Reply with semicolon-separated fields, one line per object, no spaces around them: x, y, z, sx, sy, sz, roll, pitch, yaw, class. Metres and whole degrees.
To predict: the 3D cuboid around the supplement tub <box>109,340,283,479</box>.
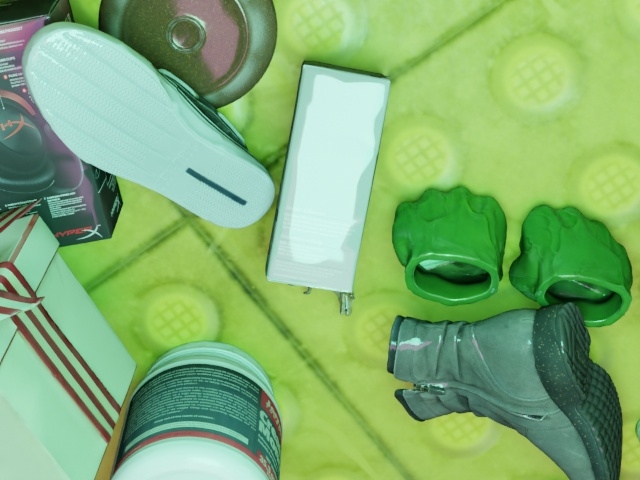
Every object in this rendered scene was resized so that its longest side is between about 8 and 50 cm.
-0.140;0.252;1.648;0.191;0.272;0.191;0;114;0;supplement tub

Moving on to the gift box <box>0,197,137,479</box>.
-0.351;0.123;1.497;0.276;0.255;0.258;-21;120;18;gift box

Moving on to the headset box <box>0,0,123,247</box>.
-0.360;-0.134;1.566;0.218;0.110;0.293;-10;114;5;headset box

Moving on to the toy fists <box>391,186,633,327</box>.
0.217;0.017;1.616;0.279;0.142;0.096;9;131;-3;toy fists

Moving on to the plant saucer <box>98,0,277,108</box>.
-0.147;-0.229;1.564;0.199;0.036;0.198;0;114;1;plant saucer

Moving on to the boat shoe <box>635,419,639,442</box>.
0.453;0.207;1.746;0.153;0.048;0.056;-38;109;16;boat shoe

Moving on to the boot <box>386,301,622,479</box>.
0.218;0.190;1.652;0.223;0.118;0.338;-6;131;24;boot

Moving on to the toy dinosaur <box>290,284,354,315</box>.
0.000;0.000;1.667;0.093;0.053;0.183;-9;111;-12;toy dinosaur

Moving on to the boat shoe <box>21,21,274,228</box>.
-0.190;-0.126;1.521;0.121;0.119;0.335;-44;129;9;boat shoe

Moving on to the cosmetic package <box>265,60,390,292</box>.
0.007;-0.073;1.556;0.107;0.127;0.237;7;97;-2;cosmetic package
